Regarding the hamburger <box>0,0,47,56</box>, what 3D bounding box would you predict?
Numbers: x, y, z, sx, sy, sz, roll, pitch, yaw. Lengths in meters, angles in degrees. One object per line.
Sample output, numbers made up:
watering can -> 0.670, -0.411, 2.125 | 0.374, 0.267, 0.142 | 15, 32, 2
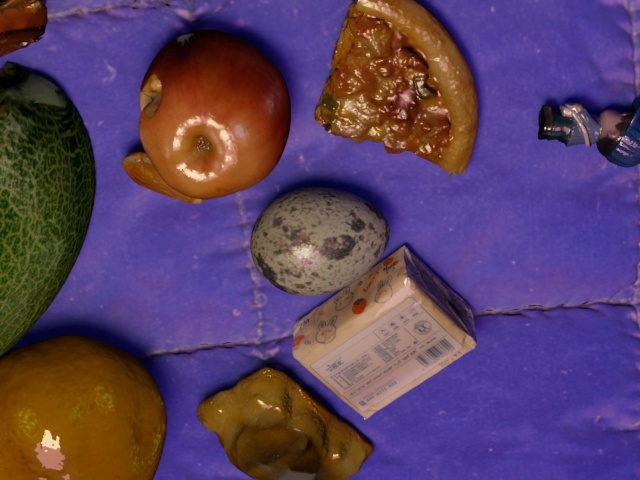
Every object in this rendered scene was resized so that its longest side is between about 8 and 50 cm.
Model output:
hamburger -> -0.398, -0.256, 1.648 | 0.261, 0.243, 0.139 | -19, 93, -10

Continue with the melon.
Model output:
melon -> -0.406, -0.024, 1.826 | 0.331, 0.226, 0.343 | -1, 138, -49

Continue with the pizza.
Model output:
pizza -> 0.078, -0.173, 1.794 | 0.197, 0.058, 0.292 | -18, 123, 14

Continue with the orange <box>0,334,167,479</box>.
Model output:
orange -> -0.333, 0.255, 1.972 | 0.279, 0.235, 0.279 | -17, 154, -9

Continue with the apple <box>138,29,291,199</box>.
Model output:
apple -> -0.124, -0.137, 1.749 | 0.199, 0.199, 0.199 | 0, 125, 1

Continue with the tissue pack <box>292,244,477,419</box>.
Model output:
tissue pack -> 0.081, 0.120, 1.977 | 0.196, 0.092, 0.148 | -36, 117, 21

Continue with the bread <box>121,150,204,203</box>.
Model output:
bread -> -0.187, -0.074, 1.851 | 0.110, 0.024, 0.110 | 24, 165, 7

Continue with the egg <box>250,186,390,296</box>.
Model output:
egg -> 0.000, 0.000, 1.871 | 0.172, 0.132, 0.132 | -9, 125, -6

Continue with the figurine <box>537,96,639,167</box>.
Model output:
figurine -> 0.326, -0.124, 1.816 | 0.136, 0.079, 0.077 | -4, 166, -2

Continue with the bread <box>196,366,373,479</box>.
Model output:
bread -> -0.052, 0.273, 2.089 | 0.160, 0.088, 0.233 | -36, 119, 18
